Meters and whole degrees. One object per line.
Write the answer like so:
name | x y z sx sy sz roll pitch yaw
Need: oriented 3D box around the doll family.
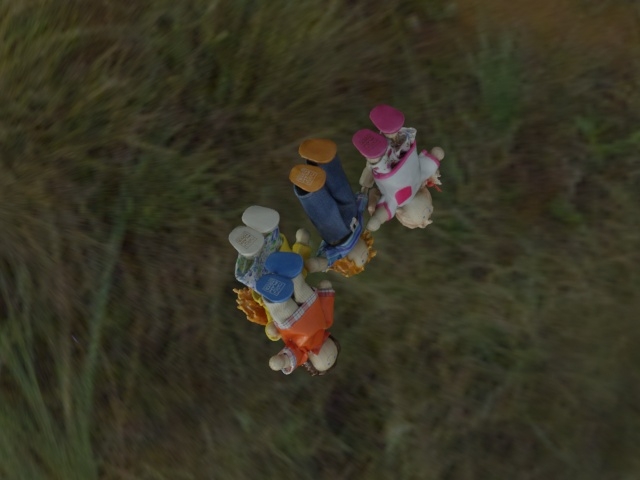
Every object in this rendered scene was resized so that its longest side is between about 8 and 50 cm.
doll family | 0.000 0.000 1.663 0.118 0.163 0.263 21 64 30
